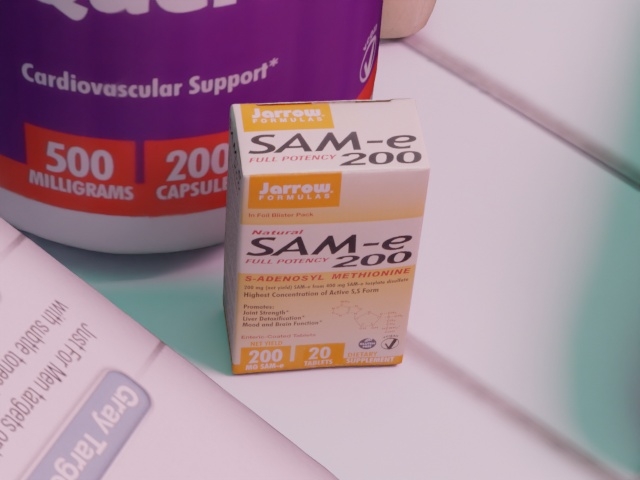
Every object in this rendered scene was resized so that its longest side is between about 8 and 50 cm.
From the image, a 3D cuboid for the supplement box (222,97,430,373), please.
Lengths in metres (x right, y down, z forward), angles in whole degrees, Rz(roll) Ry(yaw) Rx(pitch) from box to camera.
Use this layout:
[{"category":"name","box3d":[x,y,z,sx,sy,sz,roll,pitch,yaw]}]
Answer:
[{"category":"supplement box","box3d":[0.000,0.000,0.639,0.062,0.098,0.036,-3,46,-7]}]

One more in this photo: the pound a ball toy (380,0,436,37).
[{"category":"pound a ball toy","box3d":[0.010,-0.254,0.862,0.208,0.136,0.319,-27,53,-28]}]

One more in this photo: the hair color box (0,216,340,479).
[{"category":"hair color box","box3d":[-0.178,0.030,0.447,0.374,0.114,0.185,38,26,-3]}]

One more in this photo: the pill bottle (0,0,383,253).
[{"category":"pill bottle","box3d":[-0.061,-0.161,0.633,0.181,0.323,0.181,2,46,-2]}]
